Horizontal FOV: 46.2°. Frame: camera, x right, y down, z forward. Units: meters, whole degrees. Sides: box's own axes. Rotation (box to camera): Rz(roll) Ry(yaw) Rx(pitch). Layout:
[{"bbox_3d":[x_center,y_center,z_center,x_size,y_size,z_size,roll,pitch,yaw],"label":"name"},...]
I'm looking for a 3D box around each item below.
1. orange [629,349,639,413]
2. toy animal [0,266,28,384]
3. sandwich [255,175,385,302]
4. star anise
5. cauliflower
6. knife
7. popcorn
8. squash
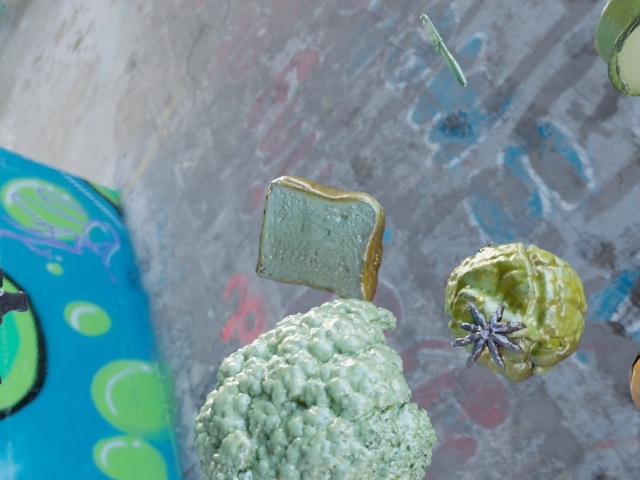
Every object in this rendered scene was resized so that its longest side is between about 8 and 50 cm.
[{"bbox_3d":[0.493,0.168,0.901,0.234,0.234,0.182,-27,61,39],"label":"orange"},{"bbox_3d":[-0.527,0.193,1.018,0.106,0.168,0.343,35,97,21],"label":"toy animal"},{"bbox_3d":[0.000,0.000,1.494,0.251,0.087,0.226,14,100,20],"label":"sandwich"},{"bbox_3d":[0.304,0.170,1.349,0.141,0.042,0.141,-5,69,12],"label":"star anise"},{"bbox_3d":[0.004,0.206,0.793,0.272,0.250,0.275,-34,17,20],"label":"cauliflower"},{"bbox_3d":[0.229,-0.356,1.410,0.030,0.014,0.207,100,154,-54],"label":"knife"},{"bbox_3d":[0.397,0.134,1.501,0.282,0.282,0.247,-38,42,33],"label":"popcorn"},{"bbox_3d":[0.395,-0.272,0.834,0.220,0.220,0.133,-42,62,29],"label":"squash"}]
